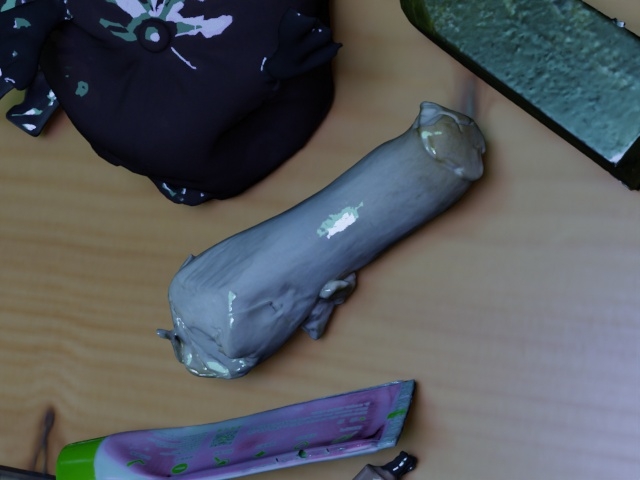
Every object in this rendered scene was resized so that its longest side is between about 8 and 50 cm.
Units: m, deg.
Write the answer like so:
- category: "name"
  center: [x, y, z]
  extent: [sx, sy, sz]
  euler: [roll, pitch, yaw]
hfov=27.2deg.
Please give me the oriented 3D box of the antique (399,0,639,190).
- category: "antique"
  center: [0.150, -0.133, 0.916]
  extent: [0.221, 0.081, 0.080]
  euler: [39, 95, 23]

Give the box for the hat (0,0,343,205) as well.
- category: "hat"
  center: [-0.089, -0.197, 0.930]
  extent: [0.238, 0.209, 0.336]
  euler: [16, 90, 1]

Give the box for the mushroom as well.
- category: "mushroom"
  center: [0.000, 0.001, 0.948]
  extent: [0.278, 0.096, 0.099]
  euler: [-36, 71, 9]

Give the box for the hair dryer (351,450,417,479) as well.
- category: "hair dryer"
  center: [-0.002, 0.213, 0.937]
  extent: [0.181, 0.064, 0.117]
  euler: [-46, 66, 1]

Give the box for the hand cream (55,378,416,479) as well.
- category: "hand cream"
  center: [-0.064, 0.148, 0.961]
  extent: [0.275, 0.050, 0.079]
  euler: [-13, 48, 21]

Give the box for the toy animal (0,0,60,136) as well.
- category: "toy animal"
  center: [-0.312, -0.242, 1.108]
  extent: [0.168, 0.106, 0.343]
  euler: [-43, 65, 11]
